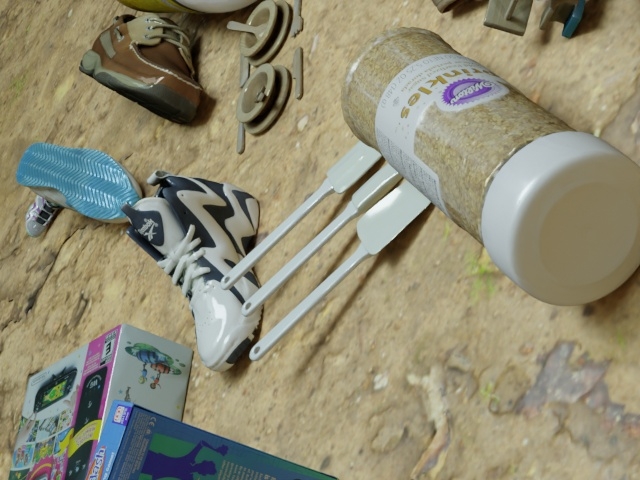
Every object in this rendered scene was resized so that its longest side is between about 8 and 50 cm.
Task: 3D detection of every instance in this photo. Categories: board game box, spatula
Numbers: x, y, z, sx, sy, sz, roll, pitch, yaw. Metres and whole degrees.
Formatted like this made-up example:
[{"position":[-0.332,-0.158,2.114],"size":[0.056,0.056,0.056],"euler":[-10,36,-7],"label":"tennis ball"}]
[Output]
[{"position":[-0.103,0.243,1.227],"size":[0.047,0.210,0.160],"euler":[-2,66,60],"label":"board game box"},{"position":[-0.257,0.269,1.587],"size":[0.224,0.097,0.303],"euler":[-31,45,47],"label":"board game box"},{"position":[0.000,0.000,1.398],"size":[0.242,0.019,0.168],"euler":[-43,37,12],"label":"spatula"}]

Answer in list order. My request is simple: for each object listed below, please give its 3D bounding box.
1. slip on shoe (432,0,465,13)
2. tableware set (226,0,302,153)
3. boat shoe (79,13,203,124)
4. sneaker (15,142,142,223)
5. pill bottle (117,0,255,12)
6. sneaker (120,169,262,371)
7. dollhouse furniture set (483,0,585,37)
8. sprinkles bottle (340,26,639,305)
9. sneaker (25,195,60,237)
[{"position":[0.150,-0.245,1.358],"size":[0.135,0.051,0.041],"euler":[-10,99,47],"label":"slip on shoe"},{"position":[-0.074,-0.209,1.704],"size":[0.128,0.039,0.194],"euler":[-40,38,39],"label":"tableware set"},{"position":[-0.229,-0.241,1.909],"size":[0.120,0.123,0.324],"euler":[-61,29,2],"label":"boat shoe"},{"position":[-0.306,-0.074,1.949],"size":[0.229,0.092,0.087],"euler":[22,85,42],"label":"sneaker"},{"position":[-0.192,-0.388,1.884],"size":[0.334,0.188,0.188],"euler":[16,82,61],"label":"pill bottle"},{"position":[-0.145,0.019,1.528],"size":[0.094,0.153,0.235],"euler":[-36,40,43],"label":"sneaker"},{"position":[0.225,-0.251,1.188],"size":[0.183,0.129,0.129],"euler":[106,-179,-74],"label":"dollhouse furniture set"},{"position":[0.129,-0.071,1.173],"size":[0.121,0.121,0.355],"euler":[-60,29,10],"label":"sprinkles bottle"},{"position":[-0.395,-0.050,2.122],"size":[0.069,0.038,0.098],"euler":[5,73,61],"label":"sneaker"}]
